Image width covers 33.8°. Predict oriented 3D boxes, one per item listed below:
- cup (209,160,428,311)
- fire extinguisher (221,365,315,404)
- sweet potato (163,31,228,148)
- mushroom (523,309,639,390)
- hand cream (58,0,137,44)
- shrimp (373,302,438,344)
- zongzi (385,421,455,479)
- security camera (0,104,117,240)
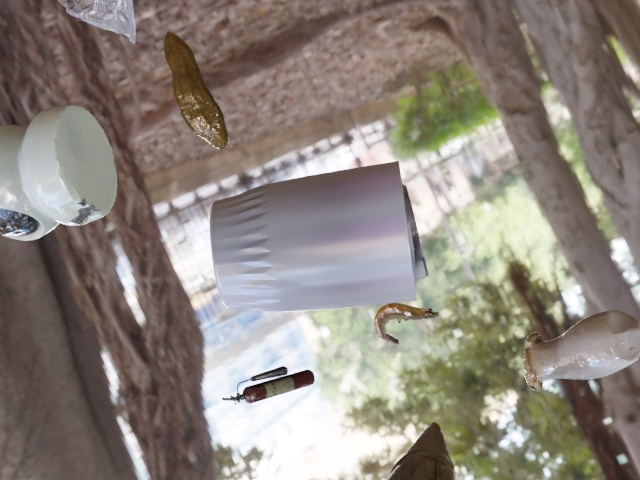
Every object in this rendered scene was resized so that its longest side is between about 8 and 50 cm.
[{"bbox_3d":[0.000,0.000,1.902,0.371,0.253,0.253,-6,-177,4],"label":"cup"},{"bbox_3d":[-0.079,0.236,1.734,0.173,0.035,0.049,-11,138,-42],"label":"fire extinguisher"},{"bbox_3d":[-0.180,-0.211,1.477,0.054,0.182,0.053,-23,178,-17],"label":"sweet potato"},{"bbox_3d":[0.406,0.172,1.648,0.212,0.097,0.088,-20,-178,43],"label":"mushroom"},{"bbox_3d":[-0.305,-0.326,1.392,0.050,0.084,0.257,-13,-151,-29],"label":"hand cream"},{"bbox_3d":[0.165,0.158,2.030,0.127,0.091,0.025,-4,-153,-2],"label":"shrimp"},{"bbox_3d":[0.026,0.568,1.891,0.499,0.218,0.467,-20,-154,9],"label":"zongzi"},{"bbox_3d":[-0.463,-0.100,1.657,0.236,0.195,0.194,-11,-175,16],"label":"security camera"}]
